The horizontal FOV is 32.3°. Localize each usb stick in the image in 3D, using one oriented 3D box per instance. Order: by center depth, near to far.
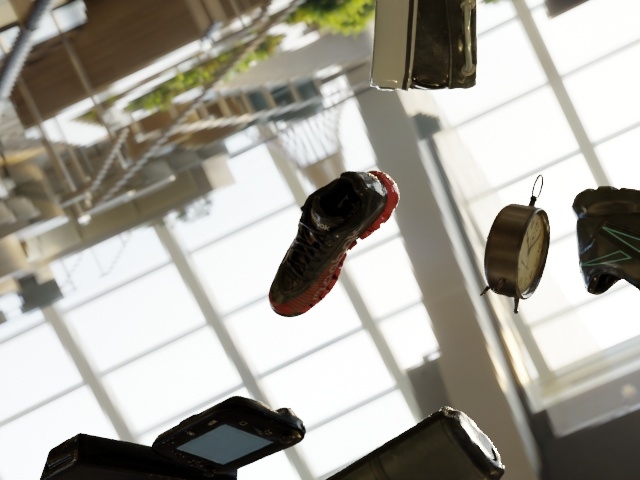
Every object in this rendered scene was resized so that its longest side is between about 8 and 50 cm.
[{"bbox_3d":[0.021,0.224,0.889,0.278,0.077,0.045,-36,-166,24],"label":"usb stick"}]

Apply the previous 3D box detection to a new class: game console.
[{"bbox_3d":[-0.162,0.244,1.266,0.213,0.044,0.361,17,148,-30],"label":"game console"}]

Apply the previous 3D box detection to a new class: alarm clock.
[{"bbox_3d":[0.276,-0.004,1.530,0.064,0.192,0.129,15,167,30],"label":"alarm clock"}]

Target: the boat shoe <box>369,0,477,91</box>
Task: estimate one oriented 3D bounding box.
[{"bbox_3d":[0.095,-0.251,0.815,0.104,0.306,0.113,3,-152,2],"label":"boat shoe"}]

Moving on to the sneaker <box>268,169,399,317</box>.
[{"bbox_3d":[0.000,0.000,1.675,0.276,0.097,0.135,-51,154,9],"label":"sneaker"}]

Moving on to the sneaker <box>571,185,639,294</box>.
[{"bbox_3d":[0.352,0.004,1.030,0.101,0.106,0.267,13,172,-37],"label":"sneaker"}]
